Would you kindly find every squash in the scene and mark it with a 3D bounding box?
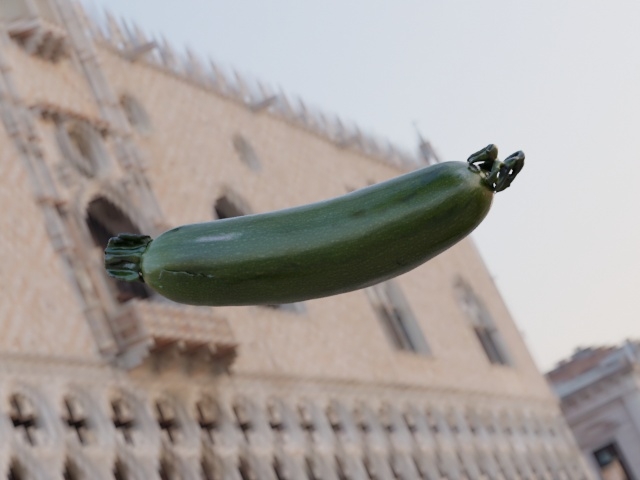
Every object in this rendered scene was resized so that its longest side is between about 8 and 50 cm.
[{"bbox_3d":[0.000,0.002,1.106,0.319,0.080,0.071,-13,-47,1],"label":"squash"}]
